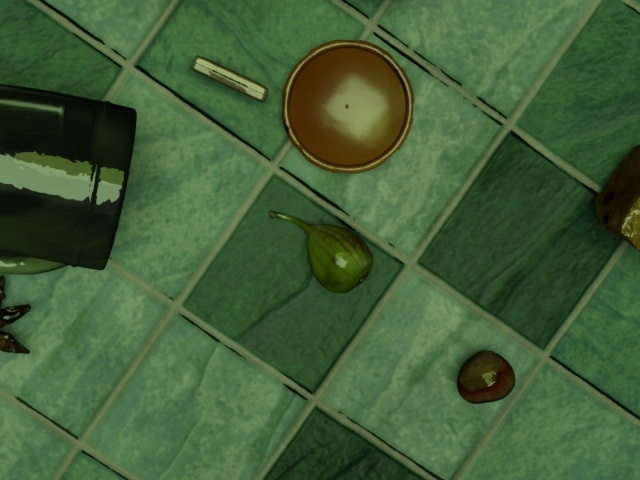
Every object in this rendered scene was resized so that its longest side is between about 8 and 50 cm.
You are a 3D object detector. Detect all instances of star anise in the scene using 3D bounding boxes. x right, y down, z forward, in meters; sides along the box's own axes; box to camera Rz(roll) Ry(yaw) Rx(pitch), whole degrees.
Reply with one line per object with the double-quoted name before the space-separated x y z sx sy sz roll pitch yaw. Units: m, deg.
"star anise" -0.490 0.124 1.492 0.168 0.057 0.168 -2 105 -8

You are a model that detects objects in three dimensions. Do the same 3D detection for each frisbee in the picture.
"frisbee" 0.039 -0.192 1.502 0.192 0.035 0.192 0 97 -4

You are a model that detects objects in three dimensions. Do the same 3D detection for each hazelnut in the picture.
"hazelnut" 0.245 0.205 1.541 0.086 0.086 0.086 0 96 -4

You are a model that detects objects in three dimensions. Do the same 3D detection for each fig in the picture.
"fig" 0.003 0.002 1.495 0.093 0.093 0.166 -44 96 1

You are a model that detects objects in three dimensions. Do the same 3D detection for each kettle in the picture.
"kettle" -0.435 -0.072 1.391 0.324 0.228 0.321 12 136 -15

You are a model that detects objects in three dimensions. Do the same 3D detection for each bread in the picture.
"bread" 0.493 -0.041 1.494 0.158 0.149 0.143 37 96 -7

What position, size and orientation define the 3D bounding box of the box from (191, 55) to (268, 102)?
"box" -0.128 -0.230 1.482 0.115 0.048 0.025 25 98 -5
